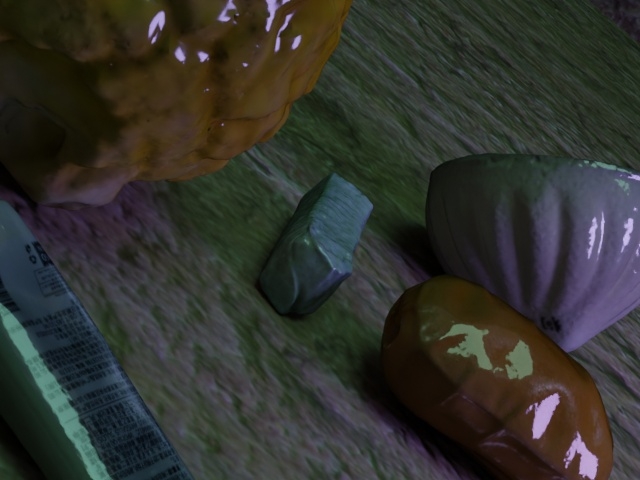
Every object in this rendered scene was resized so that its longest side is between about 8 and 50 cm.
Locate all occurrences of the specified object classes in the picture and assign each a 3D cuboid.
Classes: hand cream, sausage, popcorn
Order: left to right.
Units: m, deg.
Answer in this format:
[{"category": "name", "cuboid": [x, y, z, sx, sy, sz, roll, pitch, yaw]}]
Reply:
[{"category": "hand cream", "cuboid": [-0.154, 0.099, 1.033, 0.340, 0.078, 0.124, 55, 22, 8]}, {"category": "popcorn", "cuboid": [-0.125, -0.211, 1.244, 0.390, 0.354, 0.344, -21, 105, -37]}, {"category": "sausage", "cuboid": [0.152, 0.129, 1.429, 0.241, 0.120, 0.136, 37, 36, -17]}]

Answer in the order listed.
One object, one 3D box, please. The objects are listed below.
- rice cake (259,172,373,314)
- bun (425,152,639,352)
[{"category": "rice cake", "cuboid": [0.000, 0.000, 1.472, 0.063, 0.069, 0.206, 41, 22, -6]}, {"category": "bun", "cuboid": [0.224, 0.024, 1.685, 0.263, 0.263, 0.175, 19, 74, -48]}]
